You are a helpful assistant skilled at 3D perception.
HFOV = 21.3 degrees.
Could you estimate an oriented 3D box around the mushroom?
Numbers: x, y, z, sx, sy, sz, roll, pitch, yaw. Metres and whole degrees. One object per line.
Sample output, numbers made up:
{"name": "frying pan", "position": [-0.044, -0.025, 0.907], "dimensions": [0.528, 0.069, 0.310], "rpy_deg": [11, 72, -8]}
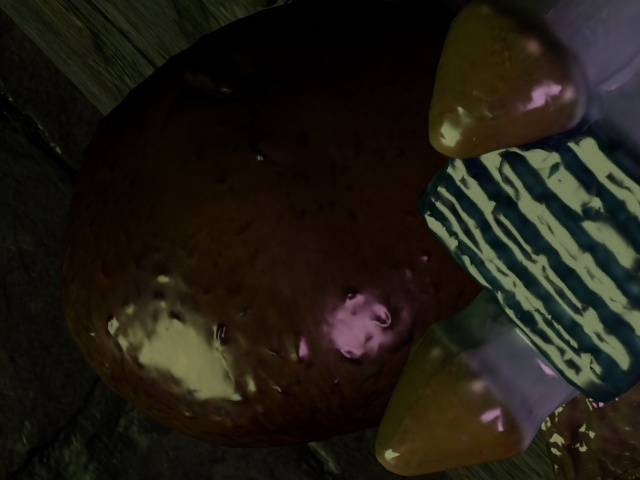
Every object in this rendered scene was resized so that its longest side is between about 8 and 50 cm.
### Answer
{"name": "mushroom", "position": [-0.020, 0.003, 1.189], "dimensions": [0.356, 0.331, 0.334], "rpy_deg": [92, 161, -59]}

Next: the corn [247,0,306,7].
{"name": "corn", "position": [-0.104, -0.294, 1.198], "dimensions": [0.320, 0.097, 0.097], "rpy_deg": [50, 171, 6]}

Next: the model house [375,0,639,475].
{"name": "model house", "position": [0.110, -0.032, 0.672], "dimensions": [0.184, 0.291, 0.253], "rpy_deg": [43, 170, 3]}

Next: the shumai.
{"name": "shumai", "position": [0.240, 0.092, 1.071], "dimensions": [0.175, 0.166, 0.206], "rpy_deg": [9, 161, 33]}
